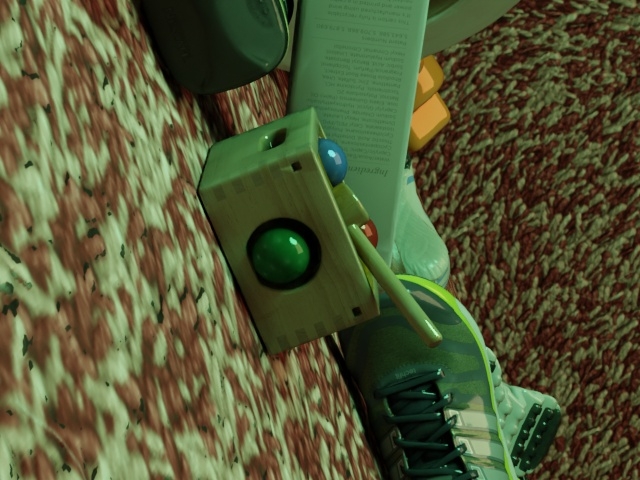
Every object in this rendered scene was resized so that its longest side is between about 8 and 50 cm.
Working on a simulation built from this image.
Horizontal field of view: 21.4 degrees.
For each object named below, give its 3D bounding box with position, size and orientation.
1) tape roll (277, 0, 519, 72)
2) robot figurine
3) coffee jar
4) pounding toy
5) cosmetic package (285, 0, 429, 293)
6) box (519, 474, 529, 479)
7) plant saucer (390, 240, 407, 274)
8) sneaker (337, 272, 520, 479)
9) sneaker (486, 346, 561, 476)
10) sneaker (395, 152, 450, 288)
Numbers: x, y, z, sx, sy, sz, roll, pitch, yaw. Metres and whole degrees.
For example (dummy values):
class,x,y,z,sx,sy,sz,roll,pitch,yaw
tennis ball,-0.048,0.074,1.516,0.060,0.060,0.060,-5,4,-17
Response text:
class,x,y,z,sx,sy,sz,roll,pitch,yaw
tape roll,0.058,-0.259,1.491,0.286,0.286,0.100,54,17,-67
robot figurine,0.042,-0.190,1.743,0.219,0.128,0.158,54,4,-10
coffee jar,-0.062,-0.152,1.072,0.184,0.079,0.096,-88,157,-73
pounding toy,0.000,0.000,1.010,0.141,0.100,0.130,-89,157,-73
cosmetic package,0.018,-0.093,1.125,0.117,0.086,0.231,-91,-171,-73
box,0.209,0.332,1.810,0.147,0.078,0.180,-96,165,-65
plant saucer,0.051,0.000,1.725,0.198,0.036,0.198,-20,90,-84
sneaker,0.095,0.161,1.296,0.121,0.111,0.300,-85,152,-66
sneaker,0.132,0.156,1.701,0.118,0.110,0.292,25,-8,35
sneaker,0.079,-0.028,1.915,0.086,0.085,0.237,104,-28,-51
